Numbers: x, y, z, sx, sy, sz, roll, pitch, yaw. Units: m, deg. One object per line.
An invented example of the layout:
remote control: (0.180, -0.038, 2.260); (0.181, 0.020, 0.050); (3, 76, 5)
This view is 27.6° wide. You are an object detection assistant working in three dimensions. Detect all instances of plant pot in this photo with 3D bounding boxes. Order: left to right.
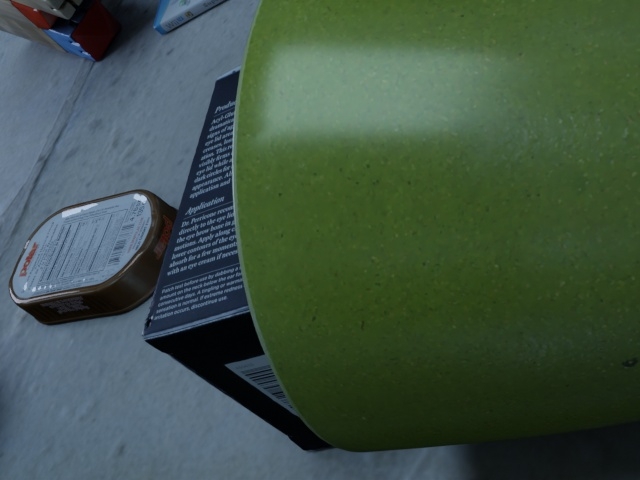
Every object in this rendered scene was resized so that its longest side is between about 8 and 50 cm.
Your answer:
plant pot: (0.154, -0.030, 0.610); (0.294, 0.274, 0.274); (-1, 56, 28)

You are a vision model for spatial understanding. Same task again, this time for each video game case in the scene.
video game case: (-0.089, -0.276, 1.259); (0.166, 0.015, 0.119); (-22, 44, 33)

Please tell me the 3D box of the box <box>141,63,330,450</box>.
box: (0.000, 0.000, 0.806); (0.108, 0.153, 0.207); (-18, 45, 37)

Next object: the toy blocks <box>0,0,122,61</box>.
toy blocks: (-0.315, -0.302, 1.270); (0.261, 0.381, 0.190); (22, 76, 37)

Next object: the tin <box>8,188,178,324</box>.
tin: (-0.191, 0.013, 1.093); (0.190, 0.040, 0.106); (-11, 46, 40)
